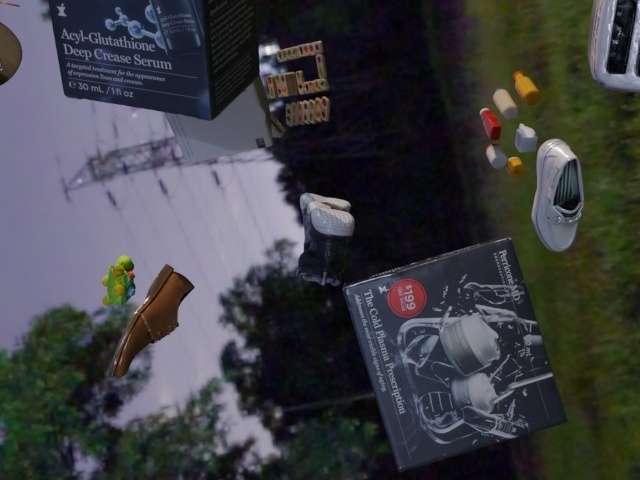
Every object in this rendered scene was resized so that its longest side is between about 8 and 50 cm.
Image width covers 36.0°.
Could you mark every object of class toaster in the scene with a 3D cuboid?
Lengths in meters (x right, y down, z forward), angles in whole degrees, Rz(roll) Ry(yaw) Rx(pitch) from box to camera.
[{"bbox_3d":[0.453,-0.302,1.422,0.146,0.129,0.227,-48,-34,-66],"label":"toaster"}]

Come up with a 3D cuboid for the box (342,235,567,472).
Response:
[{"bbox_3d":[0.235,0.198,1.789,0.179,0.312,0.343,40,-147,-88],"label":"box"}]

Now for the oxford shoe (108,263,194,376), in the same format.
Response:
[{"bbox_3d":[-0.282,0.144,1.649,0.212,0.076,0.076,-59,5,-18],"label":"oxford shoe"}]

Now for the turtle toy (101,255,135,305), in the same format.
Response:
[{"bbox_3d":[-0.474,0.096,2.344,0.095,0.066,0.130,-35,53,48],"label":"turtle toy"}]

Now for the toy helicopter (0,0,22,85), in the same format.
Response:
[{"bbox_3d":[-0.829,-0.480,2.182,0.355,0.235,0.140,29,-176,-25],"label":"toy helicopter"}]

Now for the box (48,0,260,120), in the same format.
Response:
[{"bbox_3d":[-0.280,-0.436,1.648,0.212,0.293,0.396,-55,-30,-52],"label":"box"}]

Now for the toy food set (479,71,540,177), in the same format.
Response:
[{"bbox_3d":[0.431,-0.265,2.268,0.104,0.111,0.232,-103,9,-52],"label":"toy food set"}]

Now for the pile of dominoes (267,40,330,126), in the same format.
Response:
[{"bbox_3d":[-0.057,-0.380,2.434,0.251,0.040,0.196,7,109,62],"label":"pile of dominoes"}]

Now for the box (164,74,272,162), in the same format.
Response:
[{"bbox_3d":[-0.199,-0.265,1.900,0.181,0.181,0.119,74,-173,-50],"label":"box"}]

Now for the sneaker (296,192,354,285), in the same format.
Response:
[{"bbox_3d":[0.000,0.000,1.908,0.268,0.101,0.153,-109,31,-76],"label":"sneaker"}]

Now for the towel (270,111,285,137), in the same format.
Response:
[{"bbox_3d":[-0.216,-0.314,2.390,0.282,0.187,0.049,42,-123,-64],"label":"towel"}]

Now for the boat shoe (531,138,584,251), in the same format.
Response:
[{"bbox_3d":[0.412,-0.062,1.695,0.076,0.083,0.226,-122,12,-54],"label":"boat shoe"}]
